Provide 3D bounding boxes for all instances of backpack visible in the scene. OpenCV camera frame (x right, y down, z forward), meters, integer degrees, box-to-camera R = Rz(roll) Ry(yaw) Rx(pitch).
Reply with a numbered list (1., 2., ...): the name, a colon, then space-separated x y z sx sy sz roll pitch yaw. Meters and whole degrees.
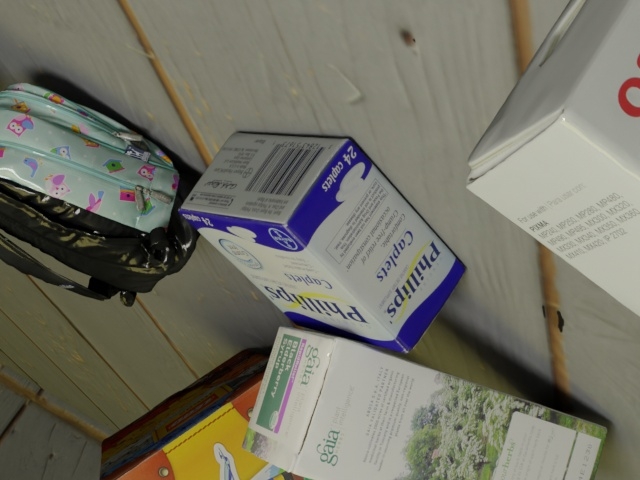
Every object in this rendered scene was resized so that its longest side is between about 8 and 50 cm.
1. backpack: -0.189 -0.037 0.945 0.182 0.115 0.152 25 149 -17

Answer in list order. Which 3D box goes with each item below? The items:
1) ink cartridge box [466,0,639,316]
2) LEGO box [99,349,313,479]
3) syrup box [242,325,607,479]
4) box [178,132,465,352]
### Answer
1. ink cartridge box: 0.155 -0.024 0.392 0.175 0.127 0.072 36 160 -6
2. LEGO box: 0.007 0.362 1.167 0.500 0.193 0.372 56 171 -3
3. syrup box: 0.075 0.139 0.867 0.237 0.093 0.096 20 173 -23
4. box: 0.000 0.000 0.801 0.126 0.072 0.137 9 150 52
